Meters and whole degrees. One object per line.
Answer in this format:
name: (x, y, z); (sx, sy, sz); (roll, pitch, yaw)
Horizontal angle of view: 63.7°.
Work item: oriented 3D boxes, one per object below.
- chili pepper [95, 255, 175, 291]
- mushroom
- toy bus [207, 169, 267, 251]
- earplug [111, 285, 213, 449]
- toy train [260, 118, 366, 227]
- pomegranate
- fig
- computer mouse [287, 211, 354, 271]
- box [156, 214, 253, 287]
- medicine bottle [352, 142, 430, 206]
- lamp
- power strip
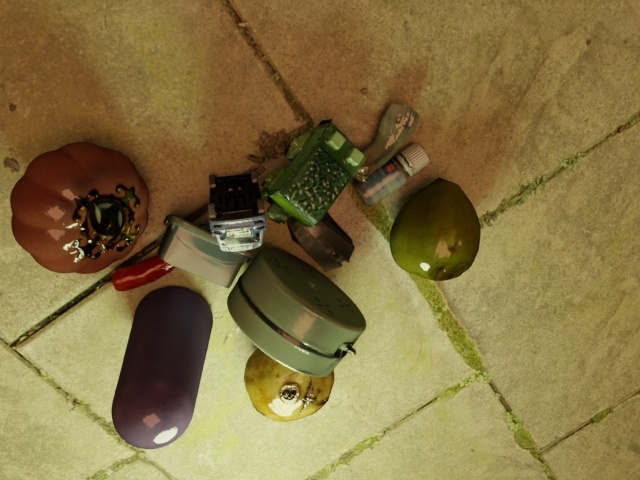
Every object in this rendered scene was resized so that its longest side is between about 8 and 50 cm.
chili pepper: (-0.462, 0.081, 1.350); (0.272, 0.063, 0.071); (-22, 127, -5)
mushroom: (0.158, -0.246, 1.313); (0.223, 0.081, 0.092); (-52, 145, 6)
toy bus: (-0.196, -0.067, 1.212); (0.125, 0.292, 0.133); (-7, 117, -8)
earplug: (-0.381, 0.306, 1.244); (0.215, 0.456, 0.215); (-3, 113, -7)
toy train: (-0.024, -0.153, 1.246); (0.159, 0.188, 0.272); (41, 76, -22)
pomegranate: (-0.087, 0.382, 1.452); (0.260, 0.260, 0.261); (-4, 113, -10)
fig: (0.306, -0.031, 1.366); (0.239, 0.239, 0.271); (4, 98, -13)
computer mouse: (0.002, 0.000, 1.400); (0.126, 0.071, 0.231); (-40, 115, 7)
box: (-0.295, 0.022, 1.291); (0.227, 0.162, 0.130); (28, 83, -21)
medicine bottle: (0.188, -0.174, 1.357); (0.203, 0.083, 0.083); (-33, 115, 3)
lamp: (-0.545, -0.076, 1.166); (0.239, 0.305, 0.306); (21, 114, 29)
power strip: (-0.053, 0.184, 1.311); (0.357, 0.357, 0.161); (32, 101, -21)
